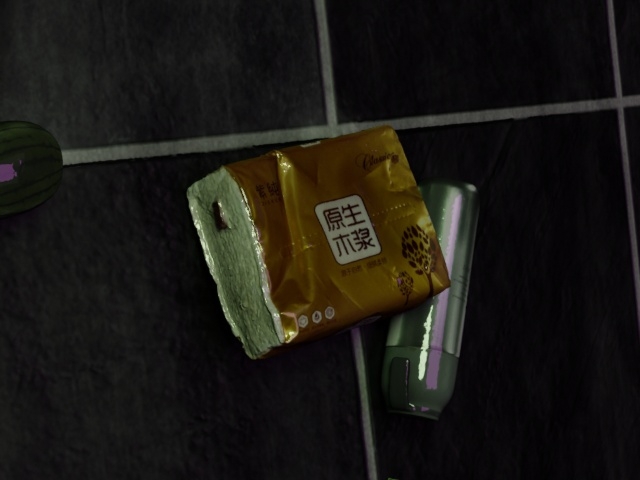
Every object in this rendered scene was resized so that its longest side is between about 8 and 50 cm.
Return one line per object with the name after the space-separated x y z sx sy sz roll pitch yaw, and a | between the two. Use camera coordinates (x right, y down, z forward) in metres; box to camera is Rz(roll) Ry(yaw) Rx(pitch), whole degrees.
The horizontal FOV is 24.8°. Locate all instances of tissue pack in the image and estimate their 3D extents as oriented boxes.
0.000 0.000 1.401 0.226 0.092 0.183 -16 81 -41 | tissue pack

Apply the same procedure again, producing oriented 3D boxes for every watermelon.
-0.262 -0.057 1.194 0.110 0.078 0.078 -28 106 -39 | watermelon

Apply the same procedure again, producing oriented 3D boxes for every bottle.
0.113 0.060 1.525 0.096 0.079 0.254 29 68 -61 | bottle

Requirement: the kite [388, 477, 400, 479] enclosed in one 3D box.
0.104 0.295 1.561 0.090 0.004 0.122 -41 115 -35 | kite
